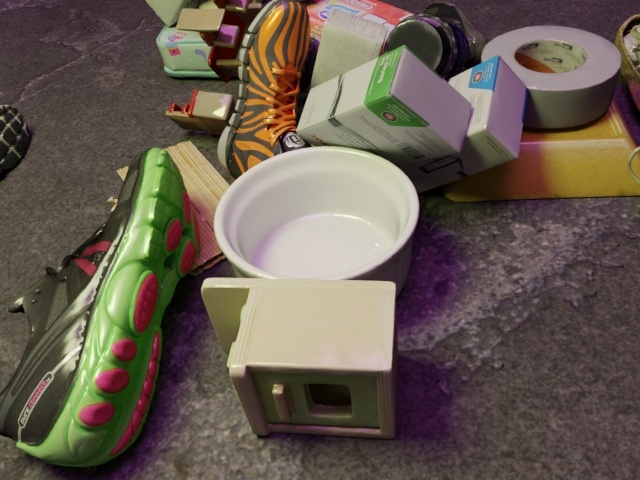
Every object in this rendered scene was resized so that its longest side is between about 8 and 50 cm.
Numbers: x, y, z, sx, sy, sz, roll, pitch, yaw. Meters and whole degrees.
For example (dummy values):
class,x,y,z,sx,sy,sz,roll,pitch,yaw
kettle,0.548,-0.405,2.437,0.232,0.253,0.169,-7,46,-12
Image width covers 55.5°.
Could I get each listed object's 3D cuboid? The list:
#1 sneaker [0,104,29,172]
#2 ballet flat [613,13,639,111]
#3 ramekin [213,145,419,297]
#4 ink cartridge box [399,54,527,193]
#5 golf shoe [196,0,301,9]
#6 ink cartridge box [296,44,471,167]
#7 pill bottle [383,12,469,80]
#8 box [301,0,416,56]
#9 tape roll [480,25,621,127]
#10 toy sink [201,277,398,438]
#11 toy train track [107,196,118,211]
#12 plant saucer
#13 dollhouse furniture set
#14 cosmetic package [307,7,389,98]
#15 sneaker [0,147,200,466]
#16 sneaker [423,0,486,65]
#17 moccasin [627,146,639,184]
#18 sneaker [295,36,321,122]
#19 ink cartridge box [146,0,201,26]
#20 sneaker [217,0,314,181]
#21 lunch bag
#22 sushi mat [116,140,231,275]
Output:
class,x,y,z,sx,sy,sz,roll,pitch,yaw
sneaker,-0.666,-0.167,1.167,0.110,0.107,0.275,-1,44,21
ballet flat,0.616,-0.299,1.089,0.123,0.123,0.348,-5,45,4
ramekin,0.000,0.000,0.865,0.278,0.135,0.277,-4,45,4
ink cartridge box,0.207,-0.174,0.956,0.203,0.086,0.148,-18,47,48
golf shoe,-0.140,-0.538,1.269,0.273,0.120,0.105,-13,34,11
ink cartridge box,0.088,-0.179,0.893,0.209,0.153,0.086,-8,60,51
pill bottle,0.180,-0.318,1.033,0.123,0.122,0.219,10,18,18
box,0.068,-0.405,1.260,0.154,0.142,0.300,-34,49,-23
tape roll,0.380,-0.279,1.022,0.220,0.072,0.219,-4,44,4
toy sink,-0.028,0.141,0.714,0.235,0.152,0.131,1,46,9
toy train track,-0.340,-0.069,1.074,0.084,0.014,0.048,9,47,17
plant saucer,0.373,-0.209,1.060,0.333,0.080,0.332,-2,45,7
dollhouse furniture set,-0.192,-0.340,1.176,0.135,0.262,0.258,11,79,22
cosmetic package,0.035,-0.263,1.040,0.099,0.239,0.060,21,47,3
sneaker,-0.297,0.048,0.817,0.203,0.185,0.482,1,48,10
sneaker,0.250,-0.447,1.315,0.131,0.087,0.227,-12,49,-12
moccasin,0.531,-0.104,0.880,0.147,0.139,0.379,1,56,33
sneaker,-0.037,-0.294,1.130,0.081,0.211,0.080,-24,73,-36
ink cartridge box,-0.229,-0.607,1.255,0.226,0.131,0.306,-44,11,-30
sneaker,-0.055,-0.214,0.989,0.125,0.320,0.180,-6,37,-38
lunch bag,-0.247,-0.485,1.417,0.224,0.107,0.279,1,44,14
sushi mat,-0.225,-0.069,1.045,0.152,0.019,0.316,-28,49,-20
